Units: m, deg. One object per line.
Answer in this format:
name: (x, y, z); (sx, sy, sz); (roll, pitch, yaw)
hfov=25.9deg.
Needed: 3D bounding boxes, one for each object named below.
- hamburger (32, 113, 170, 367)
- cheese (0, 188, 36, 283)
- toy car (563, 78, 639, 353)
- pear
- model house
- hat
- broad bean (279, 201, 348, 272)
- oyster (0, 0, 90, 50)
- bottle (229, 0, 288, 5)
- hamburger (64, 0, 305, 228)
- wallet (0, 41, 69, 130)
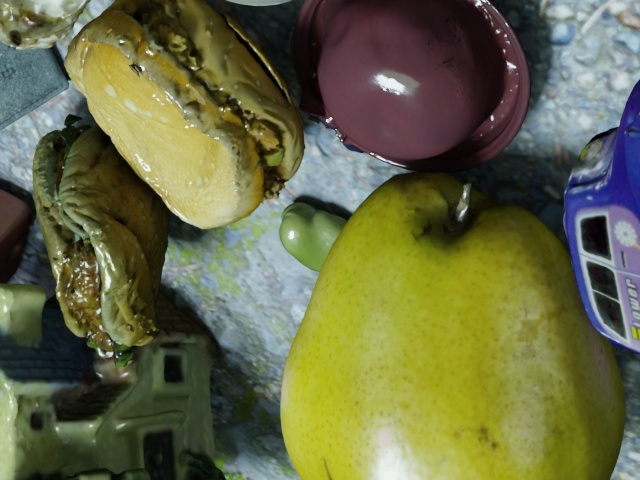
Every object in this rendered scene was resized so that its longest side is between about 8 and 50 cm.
hamburger: (-0.186, -0.007, 1.244); (0.129, 0.206, 0.183); (-13, 141, -7)
cheese: (-0.410, 0.005, 1.427); (0.177, 0.128, 0.203); (33, 140, 2)
toy car: (0.262, -0.025, 0.998); (0.158, 0.172, 0.235); (13, 130, 39)
pear: (0.099, 0.121, 1.130); (0.284, 0.285, 0.336); (-12, 120, 36)
model house: (-0.232, 0.172, 1.348); (0.261, 0.321, 0.266); (-7, 83, 34)
hat: (0.062, -0.123, 1.068); (0.205, 0.089, 0.205); (16, 135, 17)
broad bean: (0.000, 0.000, 1.246); (0.083, 0.045, 0.063); (27, 125, -6)
oyster: (-0.191, -0.269, 1.098); (0.294, 0.094, 0.166); (-28, 130, 32)
bottle: (-0.037, -0.285, 0.966); (0.110, 0.110, 0.233); (23, 136, 9)
hamburger: (-0.110, -0.108, 1.132); (0.213, 0.108, 0.214); (35, 158, 16)
wallet: (-0.336, -0.144, 1.189); (0.036, 0.222, 0.167); (23, 142, 50)
